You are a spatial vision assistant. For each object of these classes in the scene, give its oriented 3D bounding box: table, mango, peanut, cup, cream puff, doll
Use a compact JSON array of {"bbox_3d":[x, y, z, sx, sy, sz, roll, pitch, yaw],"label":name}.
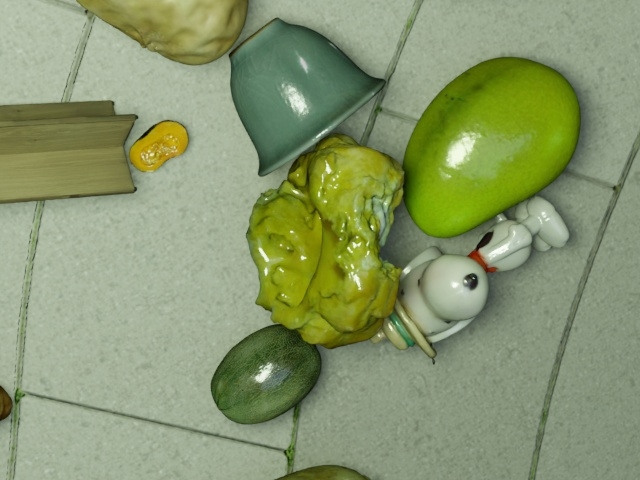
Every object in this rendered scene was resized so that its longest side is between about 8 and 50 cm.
[{"bbox_3d":[-0.341,-0.106,1.729,0.226,0.167,0.167,-6,109,-26],"label":"table"},{"bbox_3d":[0.219,-0.131,1.899,0.273,0.149,0.185,-31,102,-7],"label":"mango"},{"bbox_3d":[-0.231,-0.368,1.668,0.192,0.169,0.387,-37,111,-4],"label":"peanut"},{"bbox_3d":[-0.040,-0.196,1.796,0.199,0.199,0.150,-38,96,-4],"label":"cup"},{"bbox_3d":[0.000,-0.001,1.813,0.185,0.282,0.282,8,104,-10],"label":"cream puff"},{"bbox_3d":[0.203,0.052,1.968,0.271,0.208,0.144,-35,95,-43],"label":"doll"}]

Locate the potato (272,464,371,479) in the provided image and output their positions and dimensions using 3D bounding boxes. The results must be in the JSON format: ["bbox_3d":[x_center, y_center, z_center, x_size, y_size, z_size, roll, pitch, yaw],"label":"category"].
[{"bbox_3d":[-0.047,0.425,1.976,0.307,0.173,0.210,-30,112,-5],"label":"potato"}]

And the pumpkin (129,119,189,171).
[{"bbox_3d":[-0.207,-0.123,1.826,0.083,0.028,0.050,-33,116,3],"label":"pumpkin"}]

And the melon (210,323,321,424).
[{"bbox_3d":[-0.068,0.175,1.921,0.167,0.114,0.114,-35,114,-3],"label":"melon"}]

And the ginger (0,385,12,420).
[{"bbox_3d":[-0.533,0.209,1.763,0.274,0.152,0.358,-34,116,-28],"label":"ginger"}]
